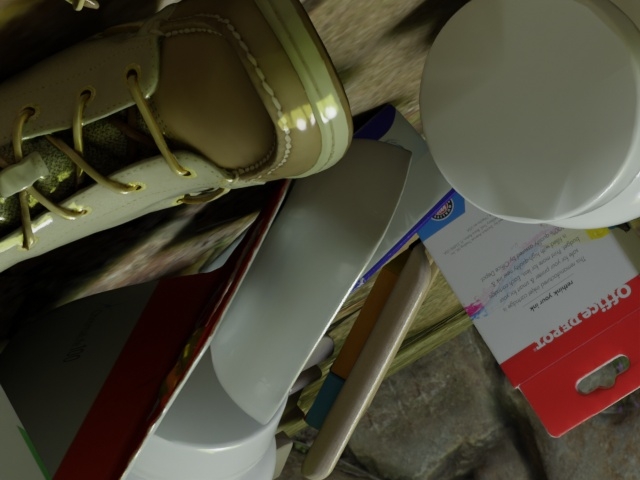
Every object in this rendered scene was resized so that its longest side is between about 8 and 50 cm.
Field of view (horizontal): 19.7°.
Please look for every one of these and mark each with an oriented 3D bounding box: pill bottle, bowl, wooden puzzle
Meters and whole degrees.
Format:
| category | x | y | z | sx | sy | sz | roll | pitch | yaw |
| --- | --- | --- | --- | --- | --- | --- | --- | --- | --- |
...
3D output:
| category | x | y | z | sx | sy | sz | roll | pitch | yaw |
| --- | --- | --- | --- | --- | --- | --- | --- | --- | --- |
| pill bottle | 0.166 | -0.087 | 1.055 | 0.153 | 0.153 | 0.264 | -36 | 171 | 27 |
| bowl | -0.011 | 0.014 | 0.985 | 0.142 | 0.053 | 0.142 | -59 | -175 | 27 |
| pill bottle | -0.124 | 0.174 | 1.295 | 0.161 | 0.161 | 0.283 | -25 | 152 | -38 |
| wooden puzzle | 0.051 | 0.082 | 1.623 | 0.221 | 0.044 | 0.239 | -63 | 176 | 15 |

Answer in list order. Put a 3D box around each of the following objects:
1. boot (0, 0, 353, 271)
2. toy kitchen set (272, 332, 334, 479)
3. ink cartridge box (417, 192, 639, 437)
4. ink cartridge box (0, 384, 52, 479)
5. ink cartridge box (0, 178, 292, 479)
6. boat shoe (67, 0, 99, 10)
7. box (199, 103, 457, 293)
| category | x | y | z | sx | sy | sz | roll | pitch | yaw |
| --- | --- | --- | --- | --- | --- | --- | --- | --- | --- |
| boot | -0.091 | -0.028 | 0.650 | 0.165 | 0.077 | 0.213 | -26 | -171 | -20 |
| toy kitchen set | -0.104 | 0.130 | 1.570 | 0.166 | 0.122 | 0.207 | -24 | 148 | -40 |
| ink cartridge box | 0.180 | 0.022 | 1.445 | 0.134 | 0.231 | 0.078 | -35 | 171 | 21 |
| ink cartridge box | -0.256 | 0.166 | 0.799 | 0.289 | 0.211 | 0.121 | -36 | 168 | 22 |
| ink cartridge box | -0.153 | 0.102 | 0.977 | 0.385 | 0.091 | 0.308 | -55 | -174 | 25 |
| boat shoe | -0.068 | -0.094 | 0.554 | 0.050 | 0.045 | 0.135 | -39 | 169 | 37 |
| box | 0.000 | 0.000 | 1.149 | 0.126 | 0.072 | 0.137 | -43 | -179 | -43 |
